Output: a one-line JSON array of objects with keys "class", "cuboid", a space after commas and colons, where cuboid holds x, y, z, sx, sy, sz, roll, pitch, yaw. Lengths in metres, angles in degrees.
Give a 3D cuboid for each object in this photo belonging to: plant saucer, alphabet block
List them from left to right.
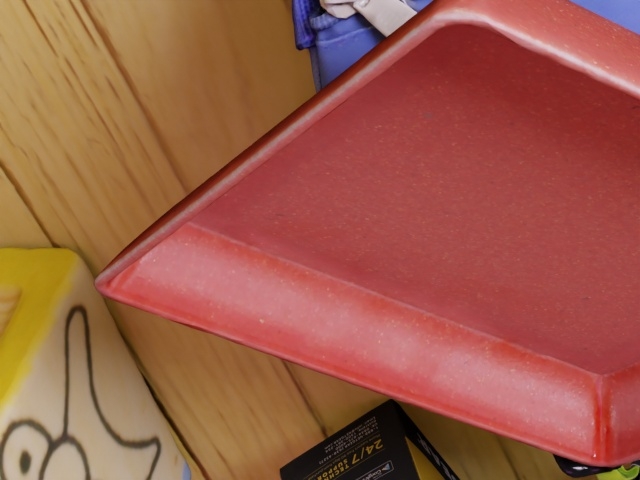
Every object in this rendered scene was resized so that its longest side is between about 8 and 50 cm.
[{"class": "alphabet block", "cuboid": [-0.209, 0.135, 0.952, 0.193, 0.192, 0.197, -1, 134, 20]}, {"class": "plant saucer", "cuboid": [0.084, 0.001, 0.631, 0.258, 0.047, 0.259, 21, 152, -23]}]

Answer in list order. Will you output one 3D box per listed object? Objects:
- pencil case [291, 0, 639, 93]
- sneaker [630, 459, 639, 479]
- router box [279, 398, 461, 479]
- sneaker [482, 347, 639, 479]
[{"class": "pencil case", "cuboid": [0.129, -0.101, 0.602, 0.306, 0.133, 0.119, -4, 102, 25]}, {"class": "sneaker", "cuboid": [0.154, 0.134, 0.847, 0.063, 0.162, 0.073, 50, 168, 38]}, {"class": "router box", "cuboid": [0.109, 0.266, 0.921, 0.081, 0.243, 0.309, -33, 122, 9]}, {"class": "sneaker", "cuboid": [0.085, 0.024, 0.779, 0.084, 0.097, 0.235, -24, 123, 39]}]
